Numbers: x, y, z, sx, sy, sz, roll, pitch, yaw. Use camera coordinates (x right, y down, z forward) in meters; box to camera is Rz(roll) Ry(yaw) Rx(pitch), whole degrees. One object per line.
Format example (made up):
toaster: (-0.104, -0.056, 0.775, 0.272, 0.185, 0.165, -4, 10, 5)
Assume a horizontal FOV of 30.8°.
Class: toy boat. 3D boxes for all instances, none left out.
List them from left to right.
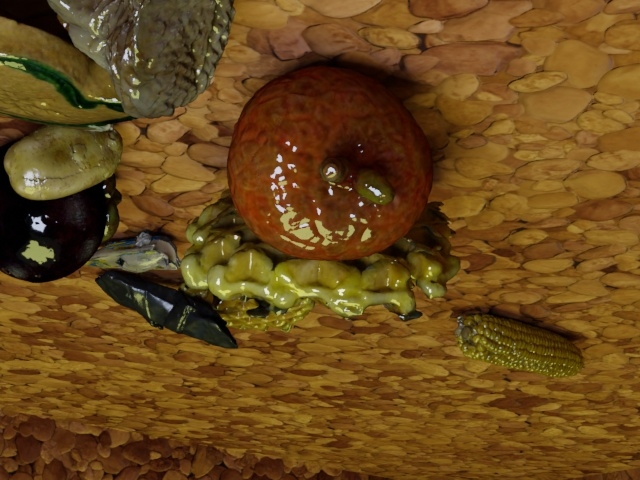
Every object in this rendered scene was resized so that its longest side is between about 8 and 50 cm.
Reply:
toy boat: (-0.339, 0.026, 2.013, 0.210, 0.066, 0.084, -7, 155, 29)

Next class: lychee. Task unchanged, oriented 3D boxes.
lychee: (0.012, -0.092, 1.400, 0.255, 0.255, 0.300, 11, 173, -16)

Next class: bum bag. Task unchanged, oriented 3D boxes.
bum bag: (-0.290, 0.130, 2.177, 0.310, 0.074, 0.137, 21, 158, 10)

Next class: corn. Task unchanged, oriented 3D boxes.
corn: (0.407, 0.211, 2.309, 0.313, 0.102, 0.102, 13, 157, -30)

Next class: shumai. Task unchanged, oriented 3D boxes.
shumai: (-0.194, -0.242, 1.221, 0.175, 0.166, 0.206, 36, 129, 19)

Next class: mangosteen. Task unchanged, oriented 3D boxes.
mangosteen: (-0.382, -0.048, 1.679, 0.211, 0.211, 0.250, -16, 177, 42)

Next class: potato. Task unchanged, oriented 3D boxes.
potato: (-0.341, -0.112, 1.549, 0.170, 0.107, 0.080, -25, 152, -30)

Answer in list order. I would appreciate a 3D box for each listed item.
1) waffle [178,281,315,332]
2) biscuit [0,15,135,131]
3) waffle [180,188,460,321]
waffle: (-0.146, 0.117, 2.229, 0.291, 0.051, 0.291, 3, 159, 1)
biscuit: (-0.333, -0.183, 1.365, 0.287, 0.057, 0.344, 10, 173, 1)
waffle: (0.000, 0.000, 1.601, 0.382, 0.095, 0.380, 1, -159, 1)
